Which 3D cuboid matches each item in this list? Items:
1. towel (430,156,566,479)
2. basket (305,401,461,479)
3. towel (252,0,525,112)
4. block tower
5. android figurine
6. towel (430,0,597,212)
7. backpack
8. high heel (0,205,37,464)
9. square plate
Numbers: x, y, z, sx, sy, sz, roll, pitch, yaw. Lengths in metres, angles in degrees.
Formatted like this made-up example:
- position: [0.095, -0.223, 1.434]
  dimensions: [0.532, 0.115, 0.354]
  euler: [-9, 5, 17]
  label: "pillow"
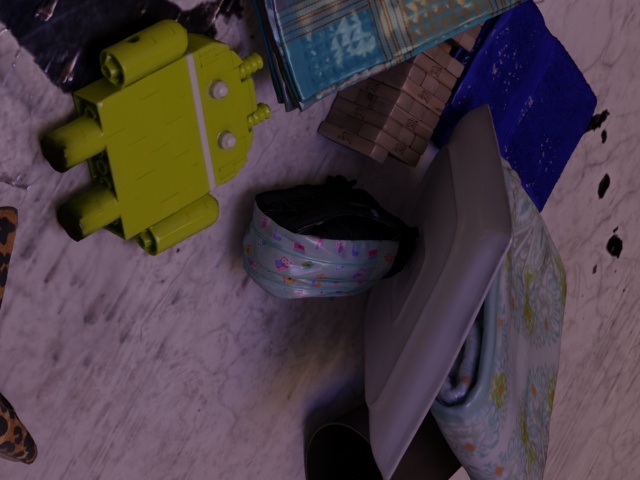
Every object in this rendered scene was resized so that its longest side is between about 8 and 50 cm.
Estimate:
- position: [0.229, 0.125, 2.024]
  dimensions: [0.320, 0.090, 0.374]
  euler: [57, 39, -49]
  label: "towel"
- position: [0.112, 0.265, 2.104]
  dimensions: [0.227, 0.154, 0.204]
  euler: [-33, 141, -37]
  label: "basket"
- position: [0.083, -0.330, 1.751]
  dimensions: [0.370, 0.040, 0.271]
  euler: [-27, 116, -22]
  label: "towel"
- position: [0.124, -0.248, 1.887]
  dimensions: [0.097, 0.091, 0.335]
  euler: [28, 89, -50]
  label: "block tower"
- position: [-0.161, -0.110, 1.678]
  dimensions: [0.273, 0.056, 0.248]
  euler: [-30, 129, -32]
  label: "android figurine"
- position: [0.250, -0.175, 2.076]
  dimensions: [0.227, 0.076, 0.308]
  euler: [-57, 140, -8]
  label: "towel"
- position: [0.000, 0.000, 1.848]
  dimensions: [0.182, 0.152, 0.115]
  euler: [-4, 116, -40]
  label: "backpack"
- position: [-0.309, 0.097, 1.587]
  dimensions: [0.186, 0.093, 0.261]
  euler: [-46, 128, -12]
  label: "high heel"
- position: [0.121, 0.047, 1.865]
  dimensions: [0.049, 0.344, 0.347]
  euler: [19, 117, -10]
  label: "square plate"
